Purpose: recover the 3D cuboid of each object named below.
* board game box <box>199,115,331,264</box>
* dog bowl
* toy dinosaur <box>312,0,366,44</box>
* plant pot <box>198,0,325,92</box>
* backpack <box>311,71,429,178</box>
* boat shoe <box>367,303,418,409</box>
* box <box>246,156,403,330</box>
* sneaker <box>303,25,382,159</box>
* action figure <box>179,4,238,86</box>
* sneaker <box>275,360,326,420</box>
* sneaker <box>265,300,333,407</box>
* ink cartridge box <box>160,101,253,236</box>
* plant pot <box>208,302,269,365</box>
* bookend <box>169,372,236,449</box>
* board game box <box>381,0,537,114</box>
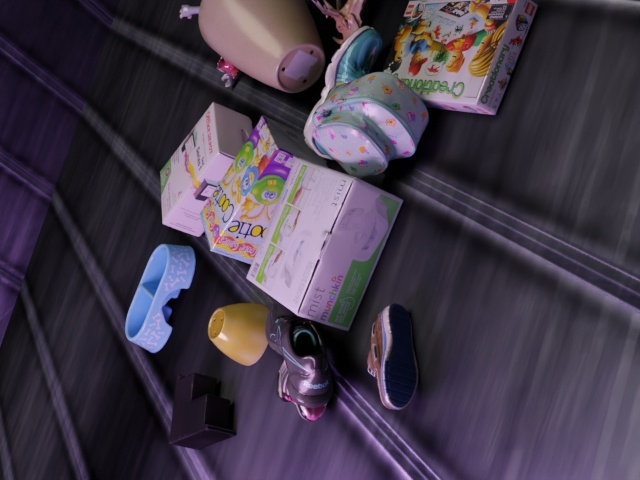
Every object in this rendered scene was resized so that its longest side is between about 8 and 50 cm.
[{"bbox_3d":[-0.122,-0.100,1.727,0.275,0.144,0.142,-54,35,23],"label":"board game box"},{"bbox_3d":[-0.424,0.143,2.105,0.166,0.074,0.297,26,94,58],"label":"dog bowl"},{"bbox_3d":[0.067,-0.580,1.748,0.200,0.127,0.296,-41,35,47],"label":"toy dinosaur"},{"bbox_3d":[-0.110,-0.469,1.859,0.256,0.256,0.274,-54,50,23],"label":"plant pot"},{"bbox_3d":[0.091,-0.205,1.435,0.188,0.166,0.144,-17,36,46],"label":"backpack"},{"bbox_3d":[0.112,0.193,1.291,0.066,0.066,0.183,-42,31,43],"label":"boat shoe"},{"bbox_3d":[0.000,0.000,1.502,0.231,0.126,0.262,26,94,57],"label":"box"},{"bbox_3d":[0.068,-0.291,1.622,0.110,0.107,0.275,28,101,38],"label":"sneaker"},{"bbox_3d":[-0.198,-0.573,2.119,0.275,0.248,0.370,-13,57,24],"label":"action figure"},{"bbox_3d":[-0.040,0.277,1.467,0.075,0.063,0.170,-60,31,20],"label":"sneaker"},{"bbox_3d":[-0.033,0.176,1.444,0.267,0.101,0.106,-121,28,-53],"label":"sneaker"},{"bbox_3d":[-0.289,-0.180,2.047,0.278,0.117,0.201,-46,39,32],"label":"ink cartridge box"},{"bbox_3d":[-0.179,0.187,1.691,0.134,0.095,0.134,-32,48,44],"label":"plant pot"},{"bbox_3d":[-0.247,0.350,1.723,0.156,0.072,0.157,-32,47,43],"label":"bookend"},{"bbox_3d":[0.227,-0.329,1.420,0.305,0.053,0.193,22,92,58],"label":"board game box"}]
